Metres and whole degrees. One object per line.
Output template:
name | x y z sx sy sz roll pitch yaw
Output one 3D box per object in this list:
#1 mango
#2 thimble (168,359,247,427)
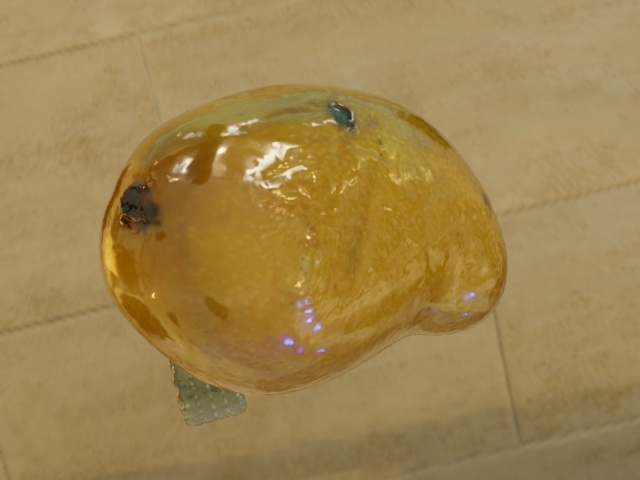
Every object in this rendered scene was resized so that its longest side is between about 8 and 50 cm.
mango | -0.005 0.000 0.744 0.262 0.109 0.157 5 85 -50
thimble | -0.109 0.122 1.370 0.062 0.110 0.084 -14 126 -3
